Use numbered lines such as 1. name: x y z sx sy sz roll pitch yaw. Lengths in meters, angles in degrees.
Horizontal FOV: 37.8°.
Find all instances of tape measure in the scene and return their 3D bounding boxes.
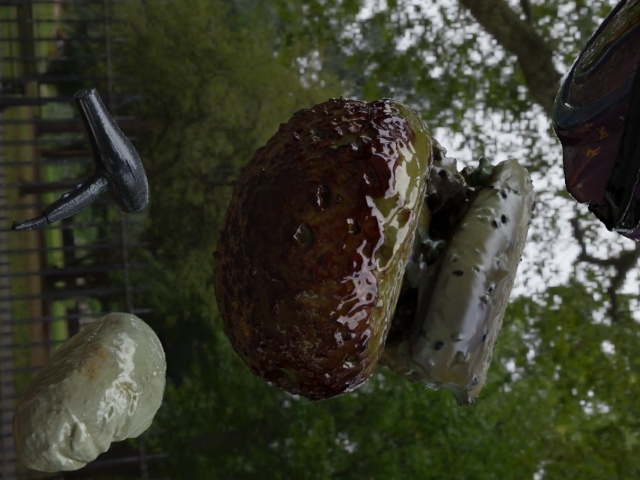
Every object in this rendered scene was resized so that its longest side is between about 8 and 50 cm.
1. tape measure: 0.284 -0.113 0.683 0.231 0.149 0.245 -44 -166 53

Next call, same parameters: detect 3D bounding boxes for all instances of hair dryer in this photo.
1. hair dryer: -0.355 -0.087 1.330 0.075 0.219 0.196 13 -45 43

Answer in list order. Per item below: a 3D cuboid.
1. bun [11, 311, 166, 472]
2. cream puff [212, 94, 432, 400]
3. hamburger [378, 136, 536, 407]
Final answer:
1. bun: -0.227 0.157 0.939 0.111 0.164 0.188 55 12 -15
2. cream puff: 0.000 0.000 0.430 0.149 0.084 0.149 16 90 -85
3. hamburger: 0.124 0.027 1.052 0.318 0.195 0.277 27 82 -79
